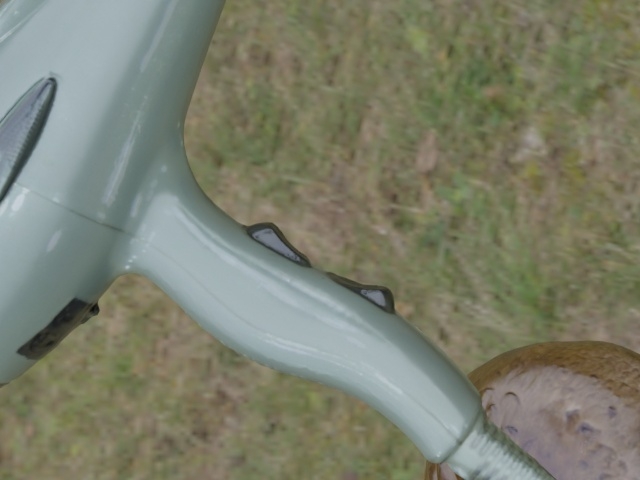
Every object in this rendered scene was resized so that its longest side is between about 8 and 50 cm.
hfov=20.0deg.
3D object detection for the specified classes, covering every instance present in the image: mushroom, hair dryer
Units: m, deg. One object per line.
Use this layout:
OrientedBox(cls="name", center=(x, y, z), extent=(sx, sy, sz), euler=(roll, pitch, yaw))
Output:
OrientedBox(cls="mushroom", center=(0.167, 0.177, 1.075), extent=(0.153, 0.253, 0.253), euler=(-36, 52, -19))
OrientedBox(cls="hair dryer", center=(-0.004, -0.038, 0.580), extent=(0.267, 0.092, 0.229), euler=(13, 96, 4))
